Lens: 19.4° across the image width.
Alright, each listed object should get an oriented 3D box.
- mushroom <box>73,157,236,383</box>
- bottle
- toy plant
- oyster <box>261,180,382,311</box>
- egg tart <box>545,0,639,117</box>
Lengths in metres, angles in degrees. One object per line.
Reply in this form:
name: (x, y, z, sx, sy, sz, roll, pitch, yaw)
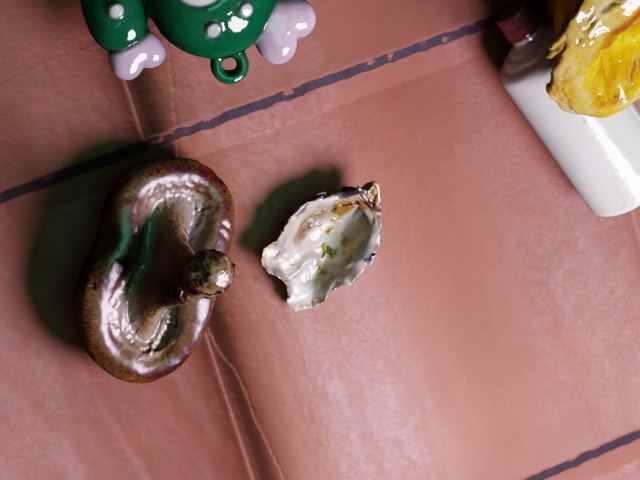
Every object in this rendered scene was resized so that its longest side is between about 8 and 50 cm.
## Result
mushroom: (-0.141, 0.041, 1.766, 0.148, 0.217, 0.227, 9, 97, -22)
bottle: (0.262, -0.145, 1.940, 0.104, 0.104, 0.245, -40, 111, -9)
toy plant: (-0.111, -0.266, 1.778, 0.232, 0.112, 0.243, 6, 92, -16)
oyster: (0.009, -0.003, 1.902, 0.148, 0.051, 0.103, -35, 113, 5)
egg tart: (0.317, -0.244, 1.801, 0.295, 0.295, 0.116, -32, 69, -12)
